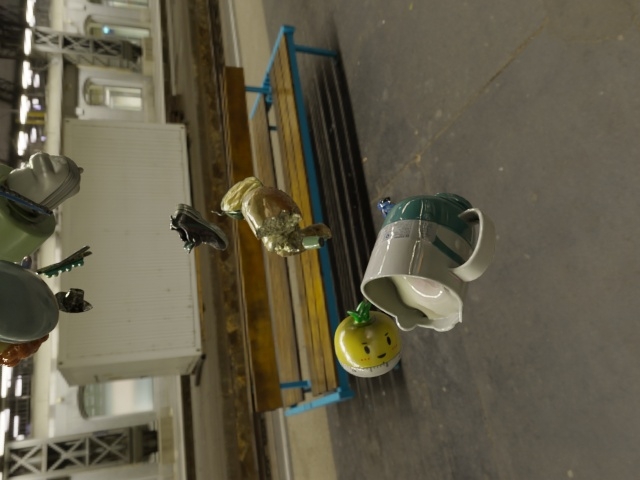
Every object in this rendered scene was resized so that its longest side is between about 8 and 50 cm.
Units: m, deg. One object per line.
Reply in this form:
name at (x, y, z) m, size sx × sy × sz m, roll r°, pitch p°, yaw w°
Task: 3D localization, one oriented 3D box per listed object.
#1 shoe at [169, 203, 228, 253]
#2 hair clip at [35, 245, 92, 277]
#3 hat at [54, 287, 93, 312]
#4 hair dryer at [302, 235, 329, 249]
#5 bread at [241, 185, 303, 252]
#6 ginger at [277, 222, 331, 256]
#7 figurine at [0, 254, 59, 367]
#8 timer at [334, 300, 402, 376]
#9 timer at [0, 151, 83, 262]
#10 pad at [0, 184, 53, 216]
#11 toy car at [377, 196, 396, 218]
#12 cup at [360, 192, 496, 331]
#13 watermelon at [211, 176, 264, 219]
shoe at (-0.317, -0.011, 1.290) m, size 0.071 × 0.169 × 0.099 m, roll -16°, pitch 40°, yaw 51°
hair clip at (-0.730, 0.069, 1.459) m, size 0.049 × 0.173 × 0.049 m, roll 16°, pitch 121°, yaw 27°
hat at (-0.712, 0.169, 1.474) m, size 0.050 × 0.121 × 0.121 m, roll -67°, pitch 26°, yaw 10°
hair dryer at (0.000, 0.000, 1.920) m, size 0.071 × 0.150 × 0.047 m, roll -4°, pitch 97°, yaw 29°
bread at (-0.157, -0.081, 1.670) m, size 0.192 × 0.171 × 0.314 m, roll 55°, pitch 177°, yaw 25°
ginger at (-0.080, -0.002, 2.296) m, size 0.109 × 0.263 × 0.116 m, roll 51°, pitch 153°, yaw 36°
figurine at (-0.735, 0.183, 1.006) m, size 0.224 × 0.382 × 0.205 m, roll 54°, pitch 166°, yaw 30°
timer at (0.174, 0.356, 1.959) m, size 0.285 × 0.286 × 0.284 m, roll 179°, pitch 90°, yaw -69°
timer at (-0.836, -0.136, 1.463) m, size 0.290 × 0.316 × 0.291 m, roll 56°, pitch -176°, yaw -6°
pad at (-0.552, -0.106, 0.738) m, size 0.012 × 0.270 × 0.269 m, roll -69°, pitch 13°, yaw -10°
toy car at (0.246, -0.077, 1.650) m, size 0.103 × 0.063 × 0.216 m, roll 49°, pitch -177°, yaw -20°
cup at (0.242, 0.033, 1.089) m, size 0.290 × 0.219 × 0.257 m, roll -25°, pitch 37°, yaw 51°
watermelon at (-0.334, -0.168, 2.257) m, size 0.204 × 0.232 × 0.127 m, roll 18°, pitch 154°, yaw 40°
